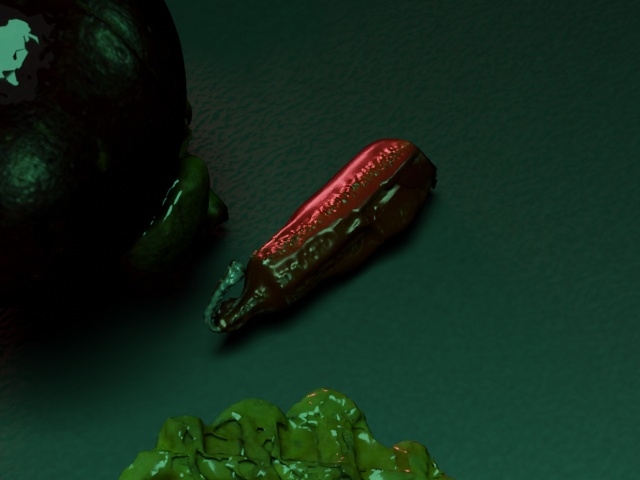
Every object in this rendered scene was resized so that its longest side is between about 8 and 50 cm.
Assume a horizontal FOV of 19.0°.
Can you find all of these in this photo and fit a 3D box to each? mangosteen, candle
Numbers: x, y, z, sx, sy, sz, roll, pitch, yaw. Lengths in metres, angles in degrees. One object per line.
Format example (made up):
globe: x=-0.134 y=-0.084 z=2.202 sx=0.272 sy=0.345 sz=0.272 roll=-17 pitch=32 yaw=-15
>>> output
mangosteen: x=-0.155 y=-0.058 z=1.026 sx=0.216 sy=0.216 sz=0.216 roll=-2 pitch=55 yaw=4
candle: x=0.000 y=0.000 z=1.059 sx=0.162 sy=0.048 sz=0.053 roll=-40 pitch=79 yaw=-21

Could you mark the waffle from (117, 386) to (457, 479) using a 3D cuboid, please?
waffle: x=0.001 y=0.193 z=0.882 sx=0.291 sy=0.051 sz=0.291 roll=16 pitch=48 yaw=-18
